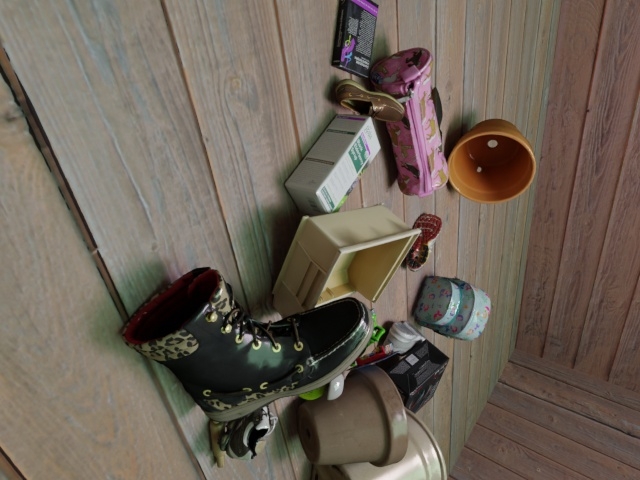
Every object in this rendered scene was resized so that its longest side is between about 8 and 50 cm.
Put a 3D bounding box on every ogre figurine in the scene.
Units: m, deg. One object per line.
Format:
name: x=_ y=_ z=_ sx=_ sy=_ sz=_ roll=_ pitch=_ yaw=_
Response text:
ogre figurine: x=0.118 y=0.276 z=1.225 sx=0.118 sy=0.096 sz=0.197 roll=-32 pitch=116 yaw=-28

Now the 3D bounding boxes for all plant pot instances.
plant pot: x=0.069 y=0.484 z=1.119 sx=0.229 sy=0.263 sz=0.263 roll=-5 pitch=109 yaw=-26
plant pot: x=0.156 y=0.715 z=1.285 sx=0.305 sy=0.333 sz=0.334 roll=-6 pitch=108 yaw=-41
plant pot: x=0.624 y=-0.308 z=1.539 sx=0.204 sy=0.290 sz=0.291 roll=-61 pitch=145 yaw=-44

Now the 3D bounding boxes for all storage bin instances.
storage bin: x=0.050 y=0.062 z=0.945 sx=0.262 sy=0.123 sz=0.261 roll=-14 pitch=139 yaw=-43

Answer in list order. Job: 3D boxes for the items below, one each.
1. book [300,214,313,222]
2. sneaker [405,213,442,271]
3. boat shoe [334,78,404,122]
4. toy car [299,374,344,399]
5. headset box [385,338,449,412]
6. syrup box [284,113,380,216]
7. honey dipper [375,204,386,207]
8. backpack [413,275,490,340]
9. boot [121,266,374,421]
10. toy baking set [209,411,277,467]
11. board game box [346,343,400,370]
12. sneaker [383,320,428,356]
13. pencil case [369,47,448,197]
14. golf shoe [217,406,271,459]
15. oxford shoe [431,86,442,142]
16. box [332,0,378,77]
book: x=0.000 y=0.000 z=1.018 sx=0.096 sy=0.035 sz=0.144 roll=-30 pitch=125 yaw=-39
sneaker: x=0.349 y=0.006 z=1.452 sx=0.225 sy=0.088 sz=0.093 roll=-60 pitch=162 yaw=-18
boat shoe: x=0.113 y=-0.305 z=0.965 sx=0.177 sy=0.064 sz=0.060 roll=15 pitch=56 yaw=-22
toy car: x=-0.016 y=0.292 z=1.035 sx=0.136 sy=0.159 sz=0.182 roll=-79 pitch=178 yaw=-81
headset box: x=0.317 y=0.522 z=1.491 sx=0.218 sy=0.110 sz=0.294 roll=-27 pitch=140 yaw=-32
syrup box: x=0.033 y=-0.170 z=0.943 sx=0.237 sy=0.096 sz=0.093 roll=-55 pitch=142 yaw=-22
honey dipper: x=0.174 y=-0.025 z=1.240 sx=0.030 sy=0.030 sz=0.161 roll=-28 pitch=126 yaw=-44
backpack: x=0.491 y=0.250 z=1.576 sx=0.191 sy=0.253 sz=0.225 roll=26 pitch=83 yaw=-33
boot: x=-0.113 y=0.158 z=0.739 sx=0.377 sy=0.138 sz=0.284 roll=-26 pitch=130 yaw=7
toy baking set: x=-0.166 y=0.413 z=0.955 sx=0.196 sy=0.030 sz=0.257 roll=-17 pitch=116 yaw=-49
board game box: x=0.143 y=0.325 z=1.190 sx=0.168 sy=0.133 sz=0.033 roll=2 pitch=65 yaw=-56
sneaker: x=0.295 y=0.359 z=1.512 sx=0.115 sy=0.105 sz=0.281 roll=-52 pitch=143 yaw=9
pencil case: x=0.248 y=-0.299 z=1.125 sx=0.167 sy=0.160 sz=0.386 roll=-49 pitch=138 yaw=-24
golf shoe: x=-0.131 y=0.361 z=0.891 sx=0.077 sy=0.093 sz=0.198 roll=52 pitch=52 yaw=-46
oxford shoe: x=0.330 y=-0.375 z=1.287 sx=0.076 sy=0.075 sz=0.213 roll=35 pitch=59 yaw=-50
box: x=0.079 y=-0.463 z=0.950 sx=0.116 sy=0.029 sz=0.162 roll=-6 pitch=106 yaw=-51
